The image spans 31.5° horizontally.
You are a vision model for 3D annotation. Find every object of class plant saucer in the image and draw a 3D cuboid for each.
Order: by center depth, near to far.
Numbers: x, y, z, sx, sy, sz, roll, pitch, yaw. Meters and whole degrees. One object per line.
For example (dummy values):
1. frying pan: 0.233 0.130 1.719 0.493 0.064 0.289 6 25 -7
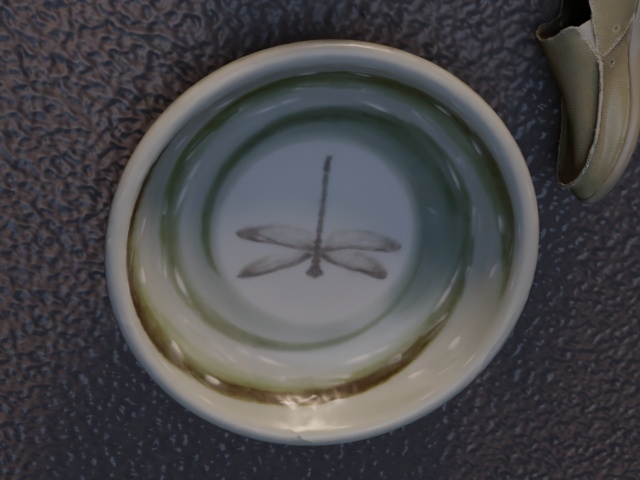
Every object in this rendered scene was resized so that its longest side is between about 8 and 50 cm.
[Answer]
1. plant saucer: 0.000 0.000 1.069 0.400 0.100 0.400 -3 114 -7

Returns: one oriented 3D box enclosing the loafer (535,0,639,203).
1. loafer: 0.244 -0.168 1.039 0.092 0.102 0.269 4 103 -8
